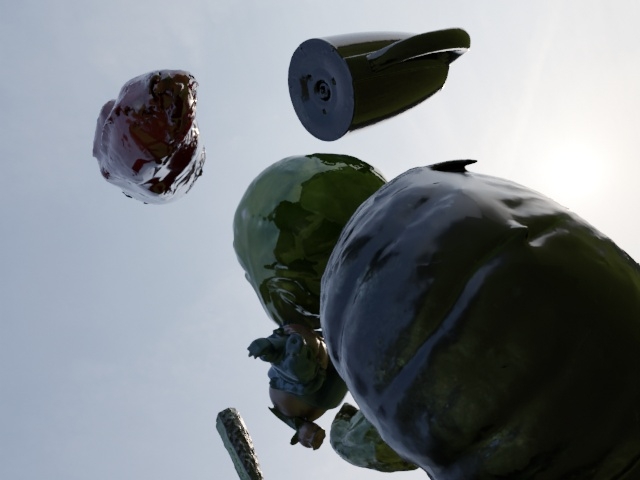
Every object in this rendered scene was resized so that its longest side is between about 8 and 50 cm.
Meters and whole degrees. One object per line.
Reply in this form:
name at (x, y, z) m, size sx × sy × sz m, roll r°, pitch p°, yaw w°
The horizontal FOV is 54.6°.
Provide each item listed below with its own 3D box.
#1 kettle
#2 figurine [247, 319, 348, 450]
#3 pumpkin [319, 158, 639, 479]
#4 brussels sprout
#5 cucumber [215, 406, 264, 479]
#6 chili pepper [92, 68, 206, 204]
kettle at (0.095, -0.253, 0.909) m, size 0.232 × 0.202 × 0.144 m, roll -24°, pitch -93°, yaw -34°
figurine at (-0.028, 0.166, 0.741) m, size 0.178 × 0.114 × 0.144 m, roll 52°, pitch -126°, yaw -57°
pumpkin at (0.115, 0.095, 0.467) m, size 0.296 × 0.296 × 0.295 m, roll -10°, pitch -77°, yaw -46°
brussels sprout at (0.000, 0.000, 0.829) m, size 0.244 × 0.244 × 0.243 m, roll -10°, pitch -77°, yaw -46°
cucumber at (-0.179, 0.494, 1.461) m, size 0.062 × 0.211 × 0.078 m, roll -14°, pitch -46°, yaw -29°
chili pepper at (-0.158, -0.091, 0.585) m, size 0.110 × 0.387 × 0.110 m, roll 0°, pitch -90°, yaw -14°
